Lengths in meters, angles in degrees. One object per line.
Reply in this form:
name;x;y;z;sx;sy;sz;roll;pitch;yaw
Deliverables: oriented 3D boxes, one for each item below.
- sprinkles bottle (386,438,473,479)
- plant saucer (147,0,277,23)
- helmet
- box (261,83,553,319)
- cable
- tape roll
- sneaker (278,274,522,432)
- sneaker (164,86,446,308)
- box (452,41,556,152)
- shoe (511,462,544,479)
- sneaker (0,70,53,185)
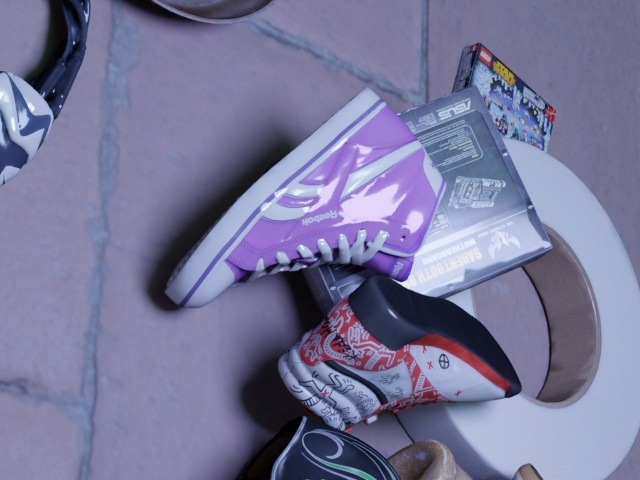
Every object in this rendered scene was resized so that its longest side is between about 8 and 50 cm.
sprinkles bottle;0.182;0.348;1.831;0.355;0.121;0.121;48;48;-21
plant saucer;-0.144;-0.349;1.818;0.311;0.050;0.310;18;63;-39
helmet;0.003;0.253;1.660;0.161;0.169;0.169;42;48;-5
box;0.084;-0.027;1.827;0.231;0.056;0.183;-23;82;-16
cable;-0.270;-0.192;1.643;0.150;0.047;0.184;34;58;-26
tape roll;0.205;0.083;1.989;0.392;0.072;0.392;18;63;-39
sneaker;0.071;0.124;1.765;0.270;0.145;0.090;27;28;-52
sneaker;0.000;0.000;1.721;0.282;0.102;0.161;-41;91;-18
box;0.204;-0.144;2.102;0.137;0.027;0.094;37;51;-29
shoe;0.226;0.300;1.885;0.076;0.058;0.219;53;-5;43
sneaker;-0.343;-0.107;1.497;0.235;0.094;0.153;42;54;-21
